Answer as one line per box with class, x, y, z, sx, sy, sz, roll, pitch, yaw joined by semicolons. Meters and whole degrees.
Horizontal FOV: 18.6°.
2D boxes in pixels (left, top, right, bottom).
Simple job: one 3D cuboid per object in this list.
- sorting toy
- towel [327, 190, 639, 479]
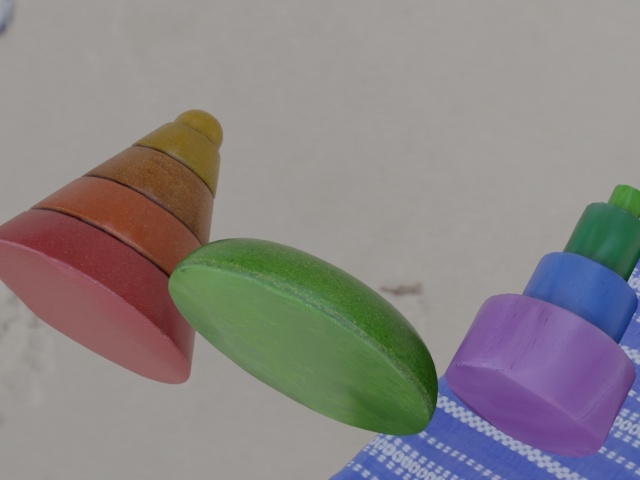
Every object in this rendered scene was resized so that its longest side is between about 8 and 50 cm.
sorting toy;0.000;0.000;0.867;0.365;0.127;0.126;8;59;45
towel;0.133;0.090;0.878;0.336;0.040;0.243;-41;34;-17
